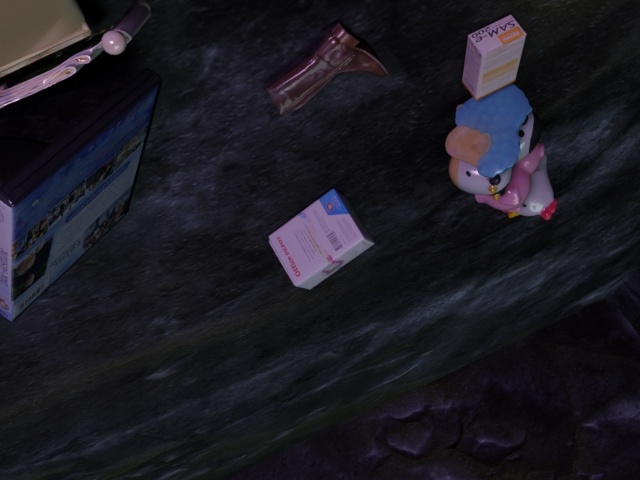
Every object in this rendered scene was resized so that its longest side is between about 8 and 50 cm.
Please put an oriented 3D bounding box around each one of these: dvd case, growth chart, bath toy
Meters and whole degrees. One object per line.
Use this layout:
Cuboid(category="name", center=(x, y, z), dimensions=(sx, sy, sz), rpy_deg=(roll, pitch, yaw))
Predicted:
Cuboid(category="dvd case", center=(-0.230, -0.034, 0.754), dimensions=(0.180, 0.022, 0.253), rpy_deg=(-51, 178, -33))
Cuboid(category="growth chart", center=(-0.232, -0.116, 0.593), dimensions=(0.237, 0.172, 0.021), rpy_deg=(-25, 115, -2))
Cuboid(category="bath toy", center=(0.285, -0.107, 1.219), dimensions=(0.151, 0.129, 0.348), rpy_deg=(-36, 157, 12))

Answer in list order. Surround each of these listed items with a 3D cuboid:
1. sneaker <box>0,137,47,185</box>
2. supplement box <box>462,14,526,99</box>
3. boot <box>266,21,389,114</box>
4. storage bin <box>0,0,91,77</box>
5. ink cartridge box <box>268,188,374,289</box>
Cuboid(category="sneaker", center=(-0.358, -0.019, 0.680), dimensions=(0.270, 0.090, 0.145), rpy_deg=(-2, 138, -53))
Cuboid(category="supplement box", center=(0.214, -0.226, 1.005), dimensions=(0.062, 0.036, 0.098), rpy_deg=(-27, 157, -7))
Cuboid(category="boot", center=(0.007, -0.172, 0.873), dimensions=(0.114, 0.037, 0.106), rpy_deg=(-42, 141, 18))
Cuboid(category="storage bin", center=(-0.272, -0.138, 0.390), dimensions=(0.260, 0.123, 0.262), rpy_deg=(-27, -179, -6))
Cuboid(category="ink cartridge box", center=(0.000, 0.000, 1.149), dimensions=(0.122, 0.089, 0.052), rpy_deg=(-35, 159, 13))
